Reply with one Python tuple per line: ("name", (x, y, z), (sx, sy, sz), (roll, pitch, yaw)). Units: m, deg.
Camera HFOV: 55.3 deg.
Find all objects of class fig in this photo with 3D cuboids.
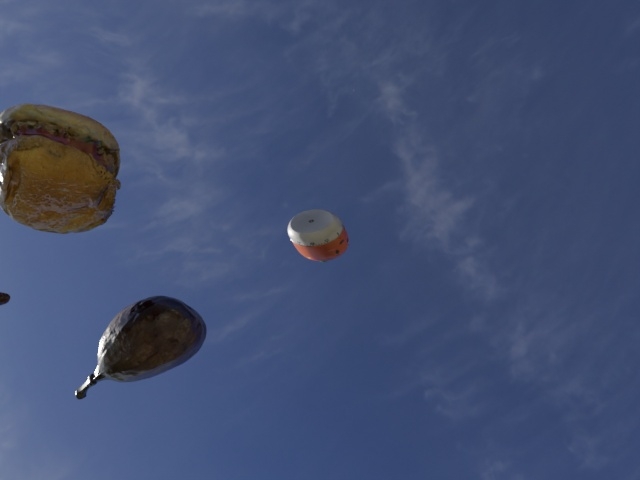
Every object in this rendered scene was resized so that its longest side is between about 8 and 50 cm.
("fig", (-0.344, 0.202, 1.123), (0.274, 0.170, 0.146), (-35, -93, 1))

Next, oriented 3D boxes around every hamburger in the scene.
("hamburger", (-0.492, -0.137, 1.139), (0.244, 0.163, 0.245), (-5, -39, -4))

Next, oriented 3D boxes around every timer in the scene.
("timer", (0.000, 0.000, 1.328), (0.136, 0.099, 0.136), (26, -36, 21))

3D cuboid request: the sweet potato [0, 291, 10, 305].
("sweet potato", (-0.625, 0.131, 0.886), (0.112, 0.359, 0.112), (8, -75, 32))
